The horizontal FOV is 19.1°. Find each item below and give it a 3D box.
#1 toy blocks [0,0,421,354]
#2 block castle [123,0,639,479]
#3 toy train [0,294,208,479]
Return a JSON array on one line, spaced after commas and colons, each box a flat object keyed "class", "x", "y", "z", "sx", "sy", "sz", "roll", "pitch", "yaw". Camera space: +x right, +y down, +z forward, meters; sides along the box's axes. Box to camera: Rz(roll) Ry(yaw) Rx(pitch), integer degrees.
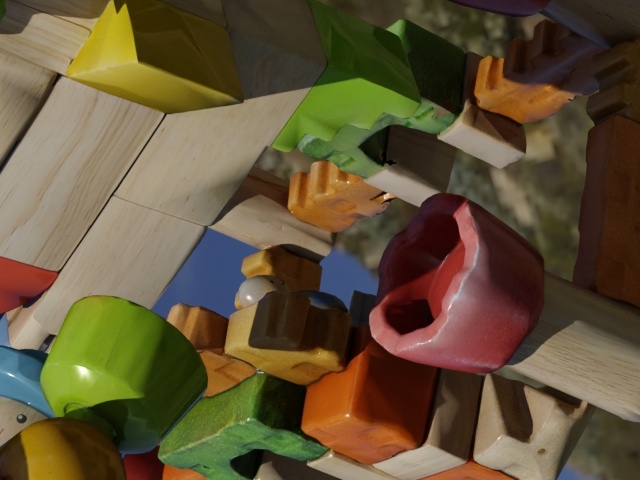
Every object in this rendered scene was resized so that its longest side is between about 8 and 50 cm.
[{"class": "toy blocks", "x": -0.192, "y": -0.053, "z": 0.786, "sx": 0.381, "sy": 0.261, "sz": 0.191, "roll": 19, "pitch": -145, "yaw": -29}, {"class": "block castle", "x": 0.000, "y": 0.000, "z": 1.130, "sx": 0.212, "sy": 0.453, "sz": 0.303, "roll": 24, "pitch": -120, "yaw": -26}, {"class": "toy train", "x": -0.078, "y": 0.072, "z": 0.523, "sx": 0.105, "sy": 0.248, "sz": 0.143, "roll": 40, "pitch": -123, "yaw": -9}]
